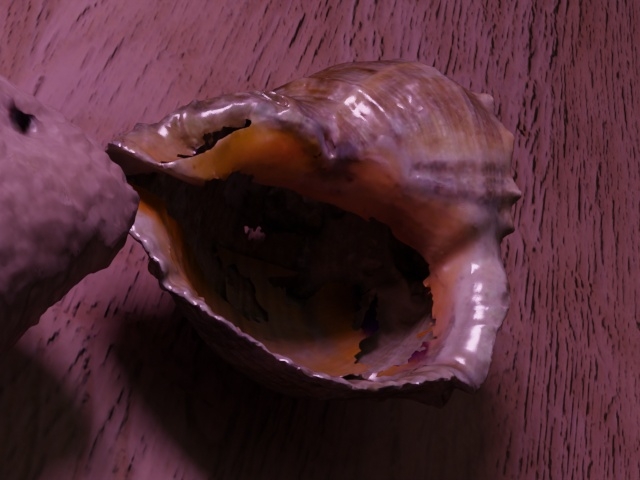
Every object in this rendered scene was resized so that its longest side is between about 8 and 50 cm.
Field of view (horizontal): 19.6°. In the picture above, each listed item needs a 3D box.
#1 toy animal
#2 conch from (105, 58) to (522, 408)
[{"bbox_3d":[-0.284,0.001,1.103,0.226,0.188,0.358,50,43,-3],"label":"toy animal"},{"bbox_3d":[-0.004,0.010,1.375,0.352,0.210,0.297,-4,56,-22],"label":"conch"}]
